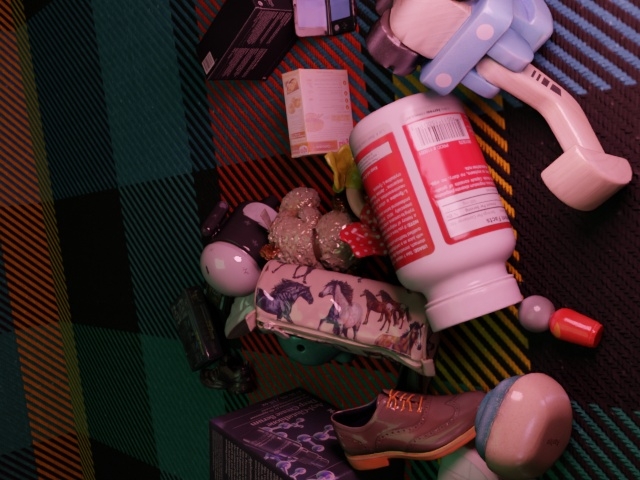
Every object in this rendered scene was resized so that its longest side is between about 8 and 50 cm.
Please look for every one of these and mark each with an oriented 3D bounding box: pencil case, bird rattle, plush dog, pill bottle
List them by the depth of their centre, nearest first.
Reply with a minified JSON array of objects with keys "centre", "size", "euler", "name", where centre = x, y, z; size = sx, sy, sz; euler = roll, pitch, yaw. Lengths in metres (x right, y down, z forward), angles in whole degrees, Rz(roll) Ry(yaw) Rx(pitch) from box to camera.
[{"centre":[0.220,-0.050,1.312],"size":[0.229,0.229,0.408],"euler":[-30,75,48],"name":"pill bottle"},{"centre":[0.058,0.163,1.474],"size":[0.410,0.184,0.160],"euler":[12,143,18],"name":"pencil case"},{"centre":[0.115,-0.095,1.487],"size":[0.206,0.143,0.254],"euler":[-26,66,18],"name":"bird rattle"},{"centre":[0.000,0.000,1.633],"size":[0.225,0.210,0.263],"euler":[-7,94,24],"name":"plush dog"}]

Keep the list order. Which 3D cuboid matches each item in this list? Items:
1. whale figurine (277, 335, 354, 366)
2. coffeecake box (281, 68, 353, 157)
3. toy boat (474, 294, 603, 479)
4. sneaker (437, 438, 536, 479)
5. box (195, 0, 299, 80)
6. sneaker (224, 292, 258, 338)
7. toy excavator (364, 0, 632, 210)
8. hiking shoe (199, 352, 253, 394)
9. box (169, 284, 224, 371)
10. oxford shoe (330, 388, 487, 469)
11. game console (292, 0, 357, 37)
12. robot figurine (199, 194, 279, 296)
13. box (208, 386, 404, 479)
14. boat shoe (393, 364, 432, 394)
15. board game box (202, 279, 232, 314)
[{"centre":[0.021,0.203,1.626],"size":[0.271,0.141,0.216],"euler":[-13,109,28],"name":"whale figurine"},{"centre":[-0.002,-0.286,1.583],"size":[0.068,0.142,0.186],"euler":[-2,97,50],"name":"coffeecake box"},{"centre":[0.370,0.259,1.238],"size":[0.148,0.267,0.318],"euler":[20,82,38],"name":"toy boat"},{"centre":[0.334,0.504,1.401],"size":[0.256,0.094,0.151],"euler":[33,117,52],"name":"sneaker"},{"centre":[-0.157,-0.499,1.685],"size":[0.261,0.184,0.103],"euler":[-40,66,45],"name":"box"},{"centre":[-0.197,0.131,1.938],"size":[0.292,0.108,0.169],"euler":[-49,60,32],"name":"sneaker"},{"centre":[0.314,-0.303,1.178],"size":[0.222,0.445,0.433],"euler":[-49,20,44],"name":"toy excavator"},{"centre":[-0.279,0.391,2.112],"size":[0.226,0.086,0.114],"euler":[2,86,43],"name":"hiking shoe"},{"centre":[-0.388,0.277,2.197],"size":[0.183,0.059,0.233],"euler":[-42,67,56],"name":"box"},{"centre":[0.183,0.367,1.446],"size":[0.363,0.130,0.133],"euler":[-25,105,25],"name":"oxford shoe"},{"centre":[0.008,-0.531,1.563],"size":[0.124,0.085,0.144],"euler":[4,101,49],"name":"game console"},{"centre":[-0.181,0.013,1.759],"size":[0.209,0.278,0.174],"euler":[24,146,15],"name":"robot figurine"},{"centre":[-0.043,0.552,1.696],"size":[0.395,0.293,0.212],"euler":[17,111,46],"name":"box"},{"centre":[0.193,0.340,1.545],"size":[0.080,0.073,0.224],"euler":[26,117,44],"name":"boat shoe"},{"centre":[-0.297,0.111,2.100],"size":[0.126,0.026,0.186],"euler":[37,124,38],"name":"board game box"}]
